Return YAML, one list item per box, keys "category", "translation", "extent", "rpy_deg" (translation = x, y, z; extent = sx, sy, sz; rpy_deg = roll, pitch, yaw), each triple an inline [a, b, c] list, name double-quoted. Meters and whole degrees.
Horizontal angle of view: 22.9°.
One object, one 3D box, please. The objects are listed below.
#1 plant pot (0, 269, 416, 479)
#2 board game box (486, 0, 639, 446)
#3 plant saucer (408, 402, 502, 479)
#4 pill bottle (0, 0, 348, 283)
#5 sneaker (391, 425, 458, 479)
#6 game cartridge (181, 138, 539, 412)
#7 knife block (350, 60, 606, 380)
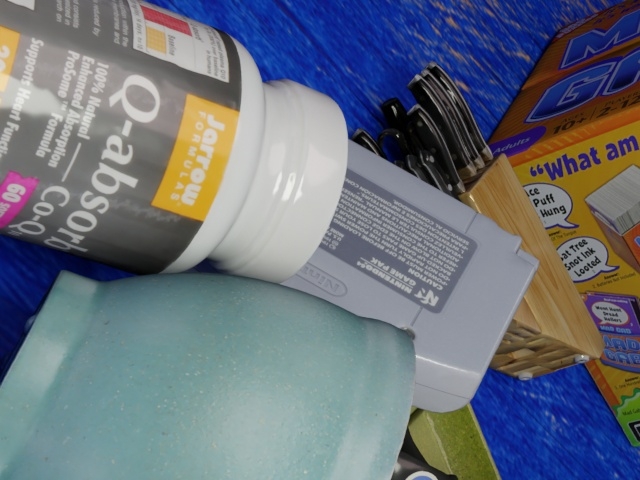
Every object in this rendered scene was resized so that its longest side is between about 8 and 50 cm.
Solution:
- category: "plant pot"
  translation: [-0.103, 0.135, 0.889]
  extent: [0.196, 0.293, 0.293]
  rpy_deg: [29, 46, -9]
- category: "board game box"
  translation: [0.435, -0.065, 1.628]
  extent: [0.356, 0.356, 0.356]
  rpy_deg: [58, 36, -17]
- category: "plant saucer"
  translation: [0.098, 0.217, 1.274]
  extent: [0.188, 0.045, 0.188]
  rpy_deg: [67, 24, -3]
- category: "pill bottle"
  translation: [-0.133, -0.070, 0.962]
  extent: [0.278, 0.162, 0.162]
  rpy_deg: [17, 57, -27]
- category: "sneaker"
  translation: [0.013, 0.204, 1.095]
  extent: [0.130, 0.147, 0.330]
  rpy_deg: [28, 53, -44]
- category: "game cartridge"
  translation: [0.000, 0.000, 1.141]
  extent: [0.297, 0.062, 0.198]
  rpy_deg: [30, 43, 5]
- category: "knife block"
  translation: [0.142, -0.020, 1.439]
  extent: [0.275, 0.088, 0.242]
  rpy_deg: [24, 55, -45]
